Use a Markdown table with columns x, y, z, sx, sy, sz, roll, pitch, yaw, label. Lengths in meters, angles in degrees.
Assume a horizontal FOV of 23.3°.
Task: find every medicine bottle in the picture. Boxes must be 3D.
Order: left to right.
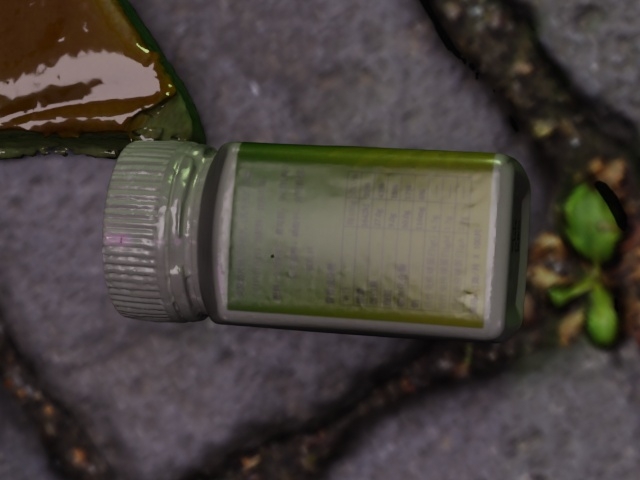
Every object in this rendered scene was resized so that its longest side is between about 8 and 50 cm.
| x | y | z | sx | sy | sz | roll | pitch | yaw | label |
| --- | --- | --- | --- | --- | --- | --- | --- | --- | --- |
| 0.000 | 0.000 | 0.732 | 0.188 | 0.132 | 0.088 | 3 | 90 | 11 | medicine bottle |

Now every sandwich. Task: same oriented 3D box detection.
| x | y | z | sx | sy | sz | roll | pitch | yaw | label |
| --- | --- | --- | --- | --- | --- | --- | --- | --- | --- |
| -0.182 | -0.150 | 0.807 | 0.245 | 0.063 | 0.212 | 0 | 87 | 9 | sandwich |
